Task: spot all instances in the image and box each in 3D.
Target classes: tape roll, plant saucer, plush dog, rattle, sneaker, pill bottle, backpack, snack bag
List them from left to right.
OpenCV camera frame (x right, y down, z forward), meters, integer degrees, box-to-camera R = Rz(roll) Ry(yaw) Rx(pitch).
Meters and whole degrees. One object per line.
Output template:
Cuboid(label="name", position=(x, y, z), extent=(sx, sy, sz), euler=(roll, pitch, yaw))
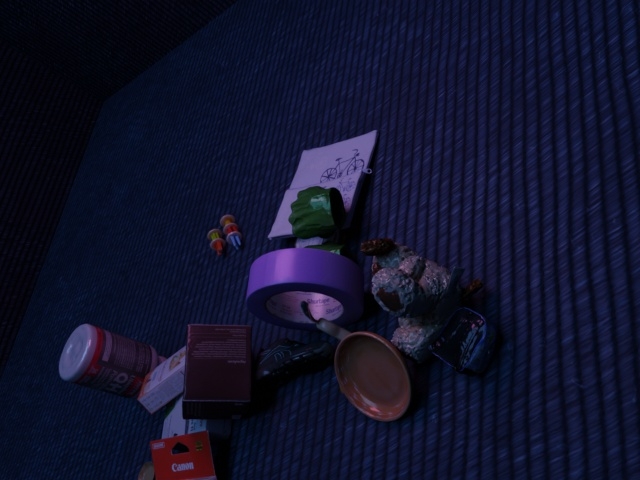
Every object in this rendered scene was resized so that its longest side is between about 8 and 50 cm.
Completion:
Cuboid(label="pill bottle", position=(-0.616, 0.386, 1.870), extent=(0.176, 0.319, 0.176), euler=(-28, 48, 35))
Cuboid(label="plant saucer", position=(-0.511, 0.699, 1.794), extent=(0.083, 0.015, 0.083), euler=(-27, 48, 34))
Cuboid(label="sneaker", position=(-0.078, 0.286, 1.516), extent=(0.267, 0.101, 0.106), euler=(-27, 46, 34))
Cuboid(label="tape roll", position=(-0.034, 0.122, 1.431), extent=(0.275, 0.275, 0.090), euler=(-23, 49, 37))
Cuboid(label="snack bag", position=(0.009, -0.162, 1.735), extent=(0.323, 0.037, 0.342), euler=(-8, 53, 45))
Cuboid(label="rattle", position=(0.008, 0.237, 1.369), extent=(0.142, 0.200, 0.130), euler=(-54, 38, 7))
Cuboid(label="plant saucer", position=(0.116, 0.283, 1.281), extent=(0.200, 0.037, 0.199), euler=(16, 115, 38))
Cuboid(label="plush dog", position=(0.189, 0.088, 1.270), extent=(0.211, 0.262, 0.225), euler=(-34, 44, -11))
Cuboid(label="backpack", position=(0.287, 0.195, 1.179), extent=(0.105, 0.084, 0.114), euler=(34, 97, 53))

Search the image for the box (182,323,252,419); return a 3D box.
Cuboid(label="box", position=(-0.267, 0.340, 1.566), extent=(0.168, 0.167, 0.203), euler=(111, 160, -56))

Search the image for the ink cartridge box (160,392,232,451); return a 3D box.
Cuboid(label="ink cartridge box", position=(-0.341, 0.487, 1.686), extent=(0.208, 0.087, 0.153), euler=(-28, 47, 35))

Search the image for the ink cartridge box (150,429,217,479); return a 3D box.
Cuboid(label="ink cartridge box", position=(-0.372, 0.636, 1.580), extent=(0.275, 0.060, 0.238), euler=(-23, 74, 37))

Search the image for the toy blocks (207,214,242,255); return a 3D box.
Cuboid(label="toy blocks", position=(-0.313, 0.000, 2.004), extent=(0.123, 0.054, 0.148), euler=(-47, 40, 15))

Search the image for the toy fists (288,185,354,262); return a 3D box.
Cuboid(label="toy fists", position=(0.001, 0.000, 1.553), extent=(0.142, 0.096, 0.279), euler=(-9, 92, 30))

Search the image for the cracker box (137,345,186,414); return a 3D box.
Cuboid(label="cracker box", position=(-0.410, 0.380, 1.759), extent=(0.232, 0.067, 0.155), euler=(-36, 15, 1))

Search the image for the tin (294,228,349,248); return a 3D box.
Cuboid(label="tin", position=(0.000, 0.000, 1.671), extent=(0.190, 0.040, 0.106), euler=(1, 71, 48))
